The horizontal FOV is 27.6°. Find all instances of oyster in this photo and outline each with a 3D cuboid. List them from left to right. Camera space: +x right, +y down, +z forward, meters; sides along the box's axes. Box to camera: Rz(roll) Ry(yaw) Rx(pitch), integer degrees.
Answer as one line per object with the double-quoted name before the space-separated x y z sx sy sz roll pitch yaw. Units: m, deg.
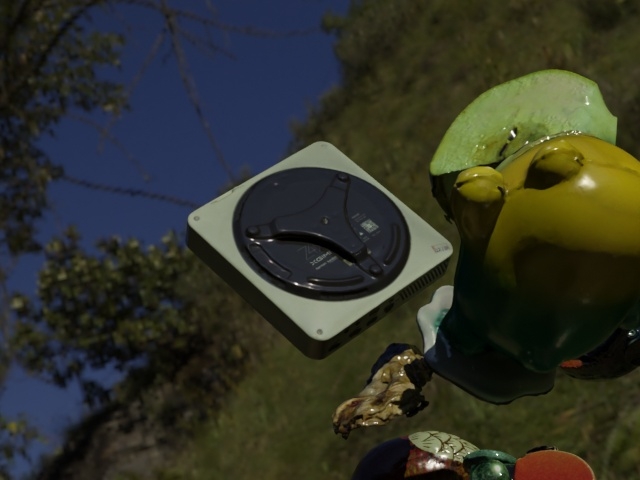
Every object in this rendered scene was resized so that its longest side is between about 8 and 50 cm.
"oyster" 0.086 0.191 1.735 0.128 0.079 0.345 -30 2 14

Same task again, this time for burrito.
"burrito" 0.403 0.429 2.426 0.055 0.041 0.149 5 -44 2

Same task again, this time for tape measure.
"tape measure" 0.406 0.102 1.909 0.223 0.202 0.135 -22 -35 26

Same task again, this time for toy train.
"toy train" 0.261 0.329 1.474 0.177 0.116 0.285 -5 -40 24

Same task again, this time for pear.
"pear" 0.339 -0.138 2.056 0.286 0.282 0.176 -11 -53 24

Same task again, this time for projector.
"projector" 0.000 0.000 1.688 0.257 0.259 0.079 -33 -28 -33

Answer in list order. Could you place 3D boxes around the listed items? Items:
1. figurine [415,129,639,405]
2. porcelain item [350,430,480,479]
"figurine" 0.270 0.028 1.537 0.323 0.231 0.340 12 -47 -16
"porcelain item" 0.158 0.387 1.957 0.253 0.253 0.253 -16 -24 -8
